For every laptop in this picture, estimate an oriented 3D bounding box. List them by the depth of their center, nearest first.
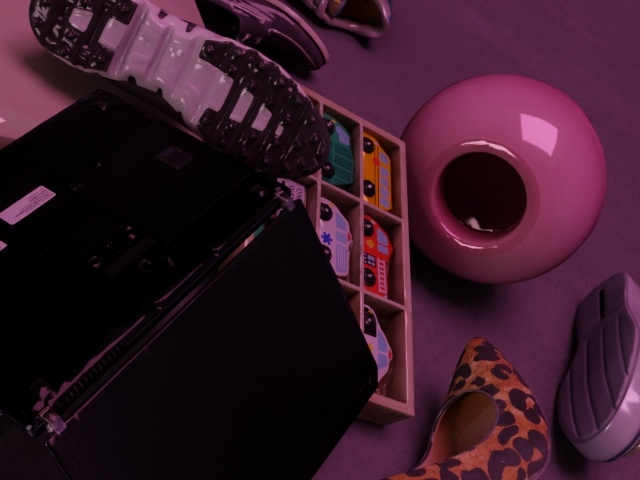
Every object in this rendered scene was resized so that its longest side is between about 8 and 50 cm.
[{"bbox_3d":[-0.116,0.058,0.547,0.264,0.136,0.234,28,46,16],"label":"laptop"}]

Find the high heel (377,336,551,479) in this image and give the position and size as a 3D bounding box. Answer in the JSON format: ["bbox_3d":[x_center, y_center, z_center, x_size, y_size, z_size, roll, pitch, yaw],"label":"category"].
[{"bbox_3d":[0.065,0.137,0.611,0.186,0.093,0.261,28,40,-17],"label":"high heel"}]

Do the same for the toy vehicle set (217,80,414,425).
[{"bbox_3d":[0.000,0.000,0.706,0.166,0.035,0.266,23,53,-31],"label":"toy vehicle set"}]

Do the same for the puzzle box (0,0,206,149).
[{"bbox_3d":[-0.215,-0.197,0.752,0.272,0.052,0.409,11,45,-42],"label":"puzzle box"}]

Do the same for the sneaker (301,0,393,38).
[{"bbox_3d":[-0.002,-0.334,1.105,0.229,0.087,0.092,20,41,-25],"label":"sneaker"}]

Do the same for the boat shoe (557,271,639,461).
[{"bbox_3d":[0.312,0.127,0.871,0.094,0.109,0.302,42,32,-1],"label":"boat shoe"}]

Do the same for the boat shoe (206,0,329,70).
[{"bbox_3d":[-0.085,-0.243,0.966,0.206,0.075,0.065,35,77,-17],"label":"boat shoe"}]

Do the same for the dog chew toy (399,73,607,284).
[{"bbox_3d":[0.202,-0.081,0.929,0.206,0.206,0.332,44,26,5],"label":"dog chew toy"}]

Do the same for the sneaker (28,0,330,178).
[{"bbox_3d":[-0.096,-0.124,0.657,0.234,0.078,0.106,28,8,-7],"label":"sneaker"}]
